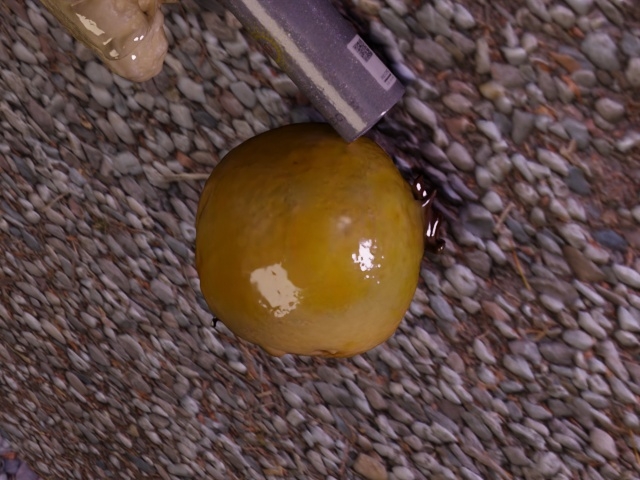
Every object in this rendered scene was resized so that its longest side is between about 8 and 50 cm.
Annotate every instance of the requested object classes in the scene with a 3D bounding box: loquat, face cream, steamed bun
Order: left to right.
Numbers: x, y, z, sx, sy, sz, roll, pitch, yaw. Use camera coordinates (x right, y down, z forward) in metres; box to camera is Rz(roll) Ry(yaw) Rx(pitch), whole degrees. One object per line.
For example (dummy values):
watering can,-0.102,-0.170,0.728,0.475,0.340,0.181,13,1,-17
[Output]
steamed bun,-0.229,-0.282,1.809,0.295,0.137,0.292,39,170,35
face cream,-0.041,-0.213,1.738,0.283,0.073,0.073,48,153,-8
loquat,0.000,0.000,1.839,0.244,0.244,0.244,33,151,21
